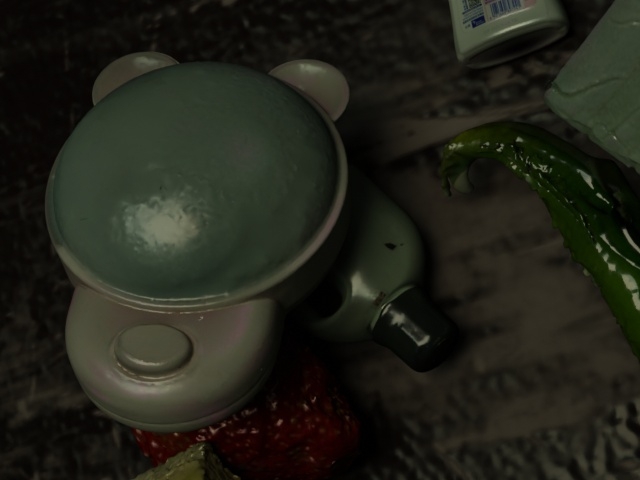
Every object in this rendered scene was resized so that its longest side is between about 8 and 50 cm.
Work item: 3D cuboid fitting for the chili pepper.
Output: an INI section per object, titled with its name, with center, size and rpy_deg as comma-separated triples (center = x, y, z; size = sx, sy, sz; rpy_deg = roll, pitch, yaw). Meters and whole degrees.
[chili pepper]
center = 0.190, 0.066, 0.874
size = 0.359, 0.076, 0.085
rpy_deg = 58, 144, 26

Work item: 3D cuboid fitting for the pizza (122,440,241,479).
[pizza]
center = -0.088, 0.237, 0.952
size = 0.204, 0.080, 0.188
rpy_deg = -26, 105, 30

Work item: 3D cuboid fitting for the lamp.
[lamp]
center = -0.076, -0.011, 0.907
size = 0.180, 0.108, 0.246
rpy_deg = 2, 61, 14

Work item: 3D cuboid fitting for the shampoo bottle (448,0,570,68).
[shampoo bottle]
center = 0.109, -0.164, 0.977
size = 0.072, 0.043, 0.099
rpy_deg = -20, 71, 24

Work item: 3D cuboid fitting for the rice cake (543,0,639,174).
[rice cake]
center = 0.240, -0.101, 0.847
size = 0.189, 0.037, 0.198
rpy_deg = 39, 124, 18

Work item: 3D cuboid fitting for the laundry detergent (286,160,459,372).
[laundry detergent]
center = 0.000, 0.000, 0.991
size = 0.099, 0.070, 0.226
rpy_deg = -41, 63, -9

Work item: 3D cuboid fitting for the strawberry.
[strawberry]
center = -0.056, 0.103, 0.974
size = 0.131, 0.131, 0.148
rpy_deg = -49, 62, 12
